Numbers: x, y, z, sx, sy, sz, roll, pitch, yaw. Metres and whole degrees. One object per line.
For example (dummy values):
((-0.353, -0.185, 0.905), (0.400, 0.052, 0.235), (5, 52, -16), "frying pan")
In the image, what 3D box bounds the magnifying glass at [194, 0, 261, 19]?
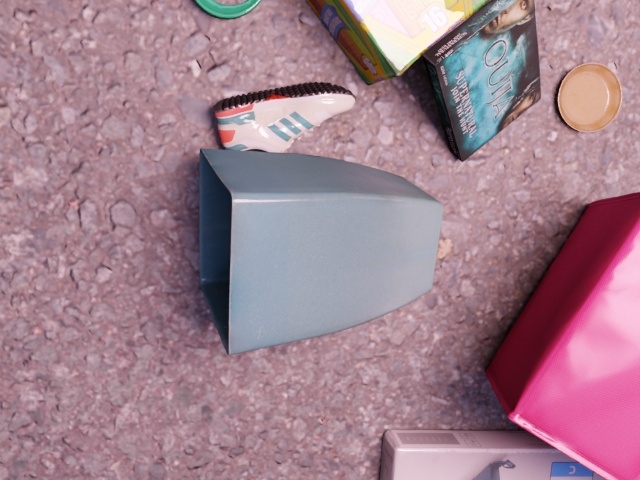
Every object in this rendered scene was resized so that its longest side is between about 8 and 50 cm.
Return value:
((-0.079, -0.356, 0.719), (0.092, 0.026, 0.230), (19, 98, -10), "magnifying glass")

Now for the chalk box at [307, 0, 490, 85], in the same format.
((0.051, -0.290, 0.692), (0.132, 0.132, 0.213), (-39, 101, 0), "chalk box")

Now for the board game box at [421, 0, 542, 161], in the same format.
((0.183, -0.177, 0.718), (0.126, 0.186, 0.026), (-39, 59, 0), "board game box")

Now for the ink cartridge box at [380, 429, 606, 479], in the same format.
((0.223, 0.381, 0.863), (0.297, 0.066, 0.260), (3, 98, -8), "ink cartridge box")

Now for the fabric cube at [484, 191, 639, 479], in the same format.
((0.364, 0.124, 0.712), (0.259, 0.254, 0.258), (31, 93, 7), "fabric cube")

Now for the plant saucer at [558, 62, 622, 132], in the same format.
((0.327, -0.174, 0.808), (0.084, 0.015, 0.083), (-1, 100, -8), "plant saucer")

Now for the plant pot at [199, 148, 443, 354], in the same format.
((0.000, 0.000, 0.709), (0.235, 0.165, 0.165), (-3, 113, -19), "plant pot")

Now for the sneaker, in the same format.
((-0.038, -0.132, 0.752), (0.162, 0.057, 0.075), (-11, 118, -7), "sneaker")
